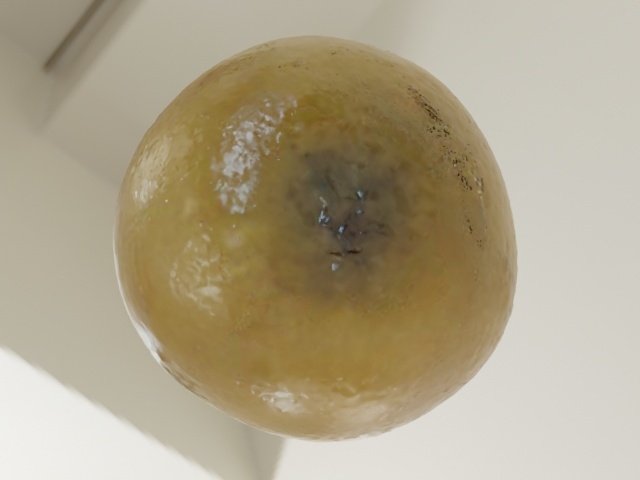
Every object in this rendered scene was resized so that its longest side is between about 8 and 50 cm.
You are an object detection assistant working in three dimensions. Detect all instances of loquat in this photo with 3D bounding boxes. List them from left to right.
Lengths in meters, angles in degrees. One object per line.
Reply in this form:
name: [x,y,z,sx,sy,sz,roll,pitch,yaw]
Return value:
loquat: [0.000,0.000,1.052,0.263,0.263,0.263,35,-158,-17]
